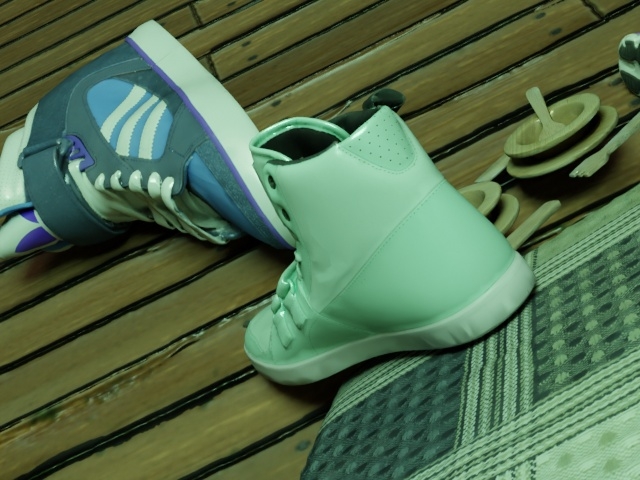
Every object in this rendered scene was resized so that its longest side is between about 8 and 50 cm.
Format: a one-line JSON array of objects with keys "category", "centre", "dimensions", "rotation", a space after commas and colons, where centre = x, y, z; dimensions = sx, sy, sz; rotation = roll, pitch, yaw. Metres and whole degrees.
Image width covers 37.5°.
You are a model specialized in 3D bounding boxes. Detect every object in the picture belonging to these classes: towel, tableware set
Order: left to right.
[{"category": "tableware set", "centre": [0.126, -0.048, 0.653], "dimensions": [0.194, 0.039, 0.128], "rotation": [-41, 17, -21]}, {"category": "towel", "centre": [0.112, 0.071, 0.436], "dimensions": [0.324, 0.056, 0.312], "rotation": [-36, 7, 21]}]

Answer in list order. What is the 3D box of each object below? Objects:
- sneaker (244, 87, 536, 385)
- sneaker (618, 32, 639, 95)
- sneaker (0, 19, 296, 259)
[{"category": "sneaker", "centre": [0.001, 0.000, 0.580], "dimensions": [0.094, 0.151, 0.256], "rotation": [-42, 10, -35]}, {"category": "sneaker", "centre": [0.293, -0.127, 0.671], "dimensions": [0.071, 0.068, 0.170], "rotation": [-35, 42, -15]}, {"category": "sneaker", "centre": [-0.157, -0.034, 0.786], "dimensions": [0.236, 0.130, 0.323], "rotation": [-41, 48, 0]}]
